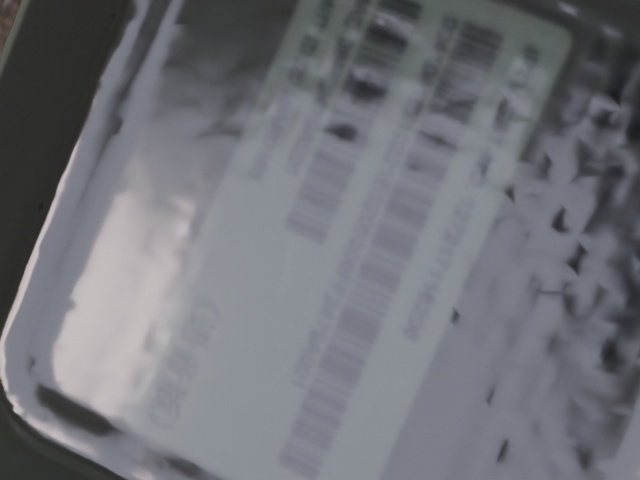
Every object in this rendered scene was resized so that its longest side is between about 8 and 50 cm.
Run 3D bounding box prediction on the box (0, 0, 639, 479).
[{"bbox_3d":[0.036,-0.003,0.430,0.373,0.090,0.367,22,94,15],"label":"box"}]
